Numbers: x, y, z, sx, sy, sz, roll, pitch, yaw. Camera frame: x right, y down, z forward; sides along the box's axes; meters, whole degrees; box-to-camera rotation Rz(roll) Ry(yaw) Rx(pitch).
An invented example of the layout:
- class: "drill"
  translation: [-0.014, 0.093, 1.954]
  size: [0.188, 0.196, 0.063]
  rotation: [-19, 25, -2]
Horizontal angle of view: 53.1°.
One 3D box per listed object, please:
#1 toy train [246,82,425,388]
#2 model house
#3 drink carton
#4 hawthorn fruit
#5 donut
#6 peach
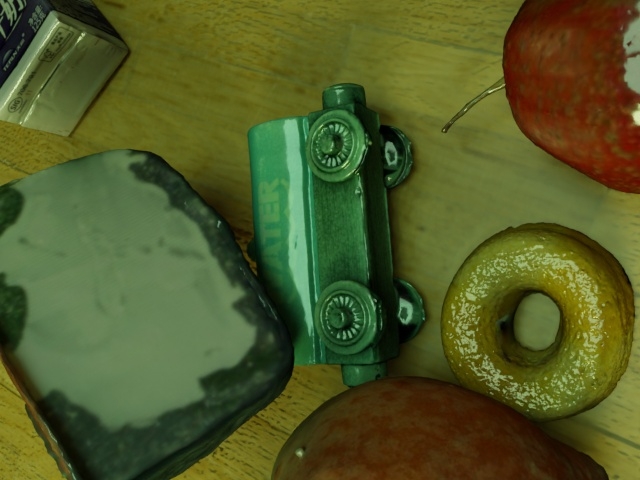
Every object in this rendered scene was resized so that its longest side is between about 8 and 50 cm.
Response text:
- class: "toy train"
  translation: [0.000, 0.000, 0.538]
  size: [0.159, 0.101, 0.248]
  rotation: [-9, 84, 36]
- class: "model house"
  translation: [-0.176, 0.111, 0.587]
  size: [0.271, 0.190, 0.300]
  rotation: [49, 148, 20]
- class: "drink carton"
  translation: [-0.337, -0.244, 0.720]
  size: [0.134, 0.102, 0.222]
  rotation: [-48, 66, 19]
- class: "hawthorn fruit"
  translation: [0.182, -0.119, 0.431]
  size: [0.204, 0.163, 0.162]
  rotation: [20, 96, 44]
- class: "donut"
  translation: [0.155, 0.061, 0.473]
  size: [0.152, 0.058, 0.151]
  rotation: [0, 89, 27]
- class: "peach"
  translation: [0.081, 0.186, 0.430]
  size: [0.233, 0.232, 0.232]
  rotation: [-2, 86, 27]
